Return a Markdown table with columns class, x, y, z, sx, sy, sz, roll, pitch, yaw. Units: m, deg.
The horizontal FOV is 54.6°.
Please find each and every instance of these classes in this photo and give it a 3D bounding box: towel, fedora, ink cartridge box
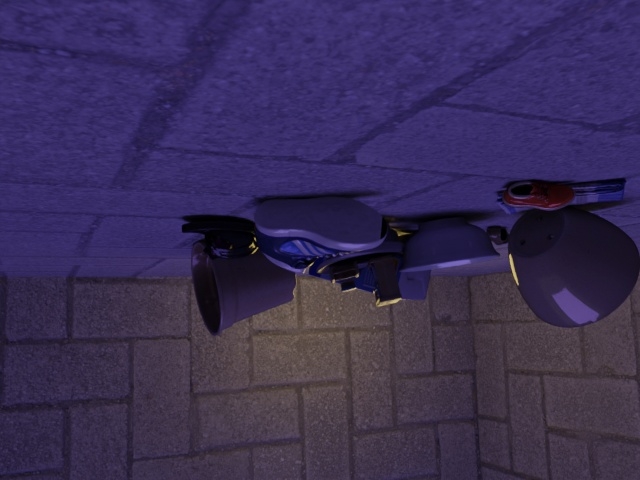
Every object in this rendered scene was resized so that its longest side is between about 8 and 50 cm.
| class | x | y | z | sx | sy | sz | roll | pitch | yaw |
| --- | --- | --- | --- | --- | --- | --- | --- | --- | --- |
| towel | 0.581 | -0.100 | 1.502 | 0.285 | 0.034 | 0.209 | -5 | 173 | 23 |
| fedora | 0.109 | 0.007 | 1.837 | 0.275 | 0.124 | 0.244 | -22 | 164 | 41 |
| ink cartridge box | 0.148 | 0.087 | 2.134 | 0.396 | 0.151 | 0.270 | 12 | -179 | 31 |

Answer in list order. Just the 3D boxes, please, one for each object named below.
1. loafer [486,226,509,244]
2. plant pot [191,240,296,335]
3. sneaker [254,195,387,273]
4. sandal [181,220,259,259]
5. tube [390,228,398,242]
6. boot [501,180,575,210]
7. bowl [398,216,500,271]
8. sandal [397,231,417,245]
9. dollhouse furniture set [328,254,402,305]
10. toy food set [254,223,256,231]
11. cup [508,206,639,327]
| class | x | y | z | sx | sy | sz | roll | pitch | yaw |
| --- | --- | --- | --- | --- | --- | --- | --- | --- | --- |
| loafer | 0.604 | -0.014 | 2.074 | 0.050 | 0.056 | 0.148 | 0 | 175 | 38 |
| plant pot | -0.264 | 0.143 | 2.210 | 0.306 | 0.333 | 0.334 | -10 | 177 | -25 |
| sneaker | 0.000 | 0.000 | 1.530 | 0.323 | 0.130 | 0.236 | 6 | 153 | 6 |
| sandal | -0.249 | 0.010 | 1.834 | 0.168 | 0.107 | 0.446 | -5 | 172 | 20 |
| tube | 0.214 | -0.008 | 2.075 | 0.080 | 0.052 | 0.207 | 3 | 177 | -5 |
| boot | 0.489 | -0.103 | 1.377 | 0.158 | 0.059 | 0.084 | -2 | 168 | 9 |
| bowl | 0.370 | 0.009 | 1.839 | 0.298 | 0.134 | 0.298 | -8 | 173 | -1 |
| sandal | 0.351 | -0.004 | 2.072 | 0.240 | 0.088 | 0.079 | 10 | 141 | 19 |
| dollhouse furniture set | 0.127 | 0.131 | 1.812 | 0.184 | 0.129 | 0.129 | -12 | 168 | -2 |
| toy food set | -0.069 | -0.041 | 1.688 | 0.218 | 0.071 | 0.128 | 8 | -160 | -27 |
| cup | 0.645 | 0.037 | 1.679 | 0.237 | 0.331 | 0.331 | 36 | 152 | -30 |
